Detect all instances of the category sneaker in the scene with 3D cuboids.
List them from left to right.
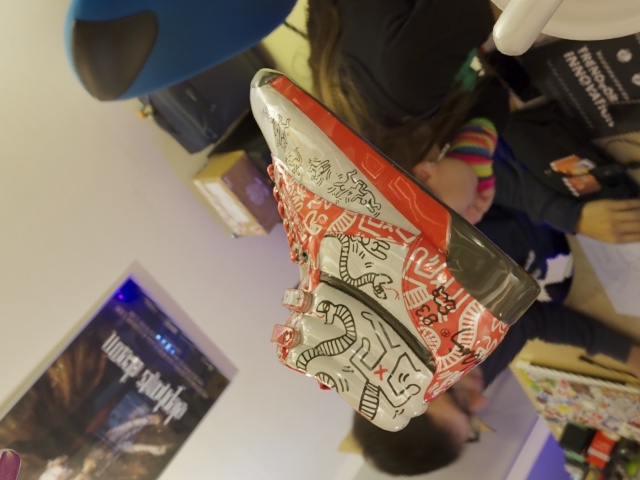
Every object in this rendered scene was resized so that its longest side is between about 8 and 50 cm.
[{"bbox_3d":[0.000,0.000,0.493,0.270,0.145,0.090,44,-171,32],"label":"sneaker"}]

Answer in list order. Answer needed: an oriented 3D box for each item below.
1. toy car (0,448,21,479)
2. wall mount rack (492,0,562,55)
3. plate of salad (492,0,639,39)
[{"bbox_3d":[-0.312,0.247,0.643,0.182,0.136,0.159,20,178,-23],"label":"toy car"},{"bbox_3d":[0.231,-0.114,0.205,0.350,0.304,0.130,55,-175,26],"label":"wall mount rack"},{"bbox_3d":[0.191,-0.238,0.493,0.200,0.048,0.199,5,114,10],"label":"plate of salad"}]
